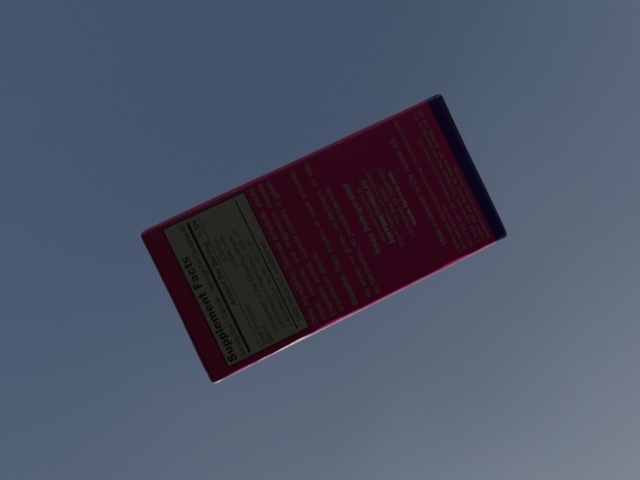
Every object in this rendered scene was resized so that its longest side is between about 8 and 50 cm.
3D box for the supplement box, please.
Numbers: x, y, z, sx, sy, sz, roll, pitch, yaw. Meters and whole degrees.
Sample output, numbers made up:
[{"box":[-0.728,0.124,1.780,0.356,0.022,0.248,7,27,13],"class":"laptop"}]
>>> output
[{"box":[0.000,0.000,0.479,0.220,0.111,0.113,-25,-92,-7],"class":"supplement box"}]
